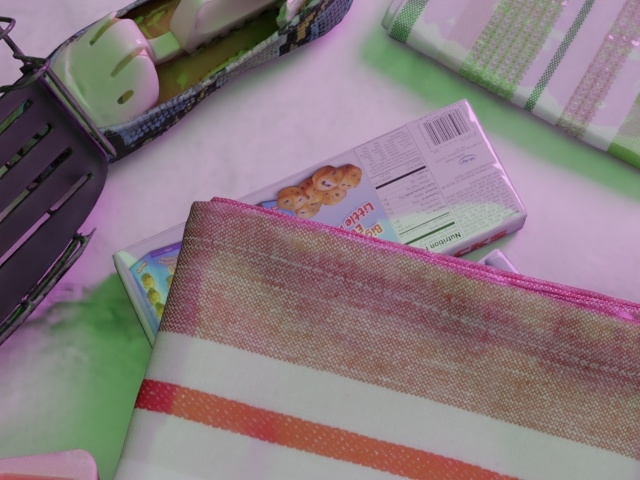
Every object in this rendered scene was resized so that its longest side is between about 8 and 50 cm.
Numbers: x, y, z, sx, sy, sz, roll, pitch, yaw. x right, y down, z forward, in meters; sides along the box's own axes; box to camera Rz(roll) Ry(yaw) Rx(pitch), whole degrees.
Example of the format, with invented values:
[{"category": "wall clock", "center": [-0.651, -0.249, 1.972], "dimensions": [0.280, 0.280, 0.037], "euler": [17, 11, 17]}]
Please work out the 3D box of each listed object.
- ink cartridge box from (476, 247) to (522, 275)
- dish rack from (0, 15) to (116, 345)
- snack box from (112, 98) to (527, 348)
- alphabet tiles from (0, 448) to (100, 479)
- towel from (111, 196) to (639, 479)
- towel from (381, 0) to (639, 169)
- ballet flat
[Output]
[{"category": "ink cartridge box", "center": [0.055, 0.144, 0.734], "dimensions": [0.206, 0.045, 0.208], "euler": [-35, 77, -10]}, {"category": "dish rack", "center": [-0.205, -0.055, 0.684], "dimensions": [0.208, 0.074, 0.271], "euler": [-47, 115, -19]}, {"category": "snack box", "center": [0.000, 0.000, 0.792], "dimensions": [0.178, 0.022, 0.064], "euler": [-24, 74, -7]}, {"category": "alphabet tiles", "center": [-0.224, 0.135, 0.645], "dimensions": [0.278, 0.284, 0.021], "euler": [-6, 114, -1]}, {"category": "towel", "center": [0.018, 0.160, 0.687], "dimensions": [0.237, 0.037, 0.329], "euler": [14, 74, 6]}, {"category": "towel", "center": [0.120, -0.107, 0.829], "dimensions": [0.152, 0.023, 0.113], "euler": [30, 77, 7]}, {"category": "ballet flat", "center": [-0.069, -0.093, 0.801], "dimensions": [0.188, 0.070, 0.070], "euler": [-34, 75, -9]}]
